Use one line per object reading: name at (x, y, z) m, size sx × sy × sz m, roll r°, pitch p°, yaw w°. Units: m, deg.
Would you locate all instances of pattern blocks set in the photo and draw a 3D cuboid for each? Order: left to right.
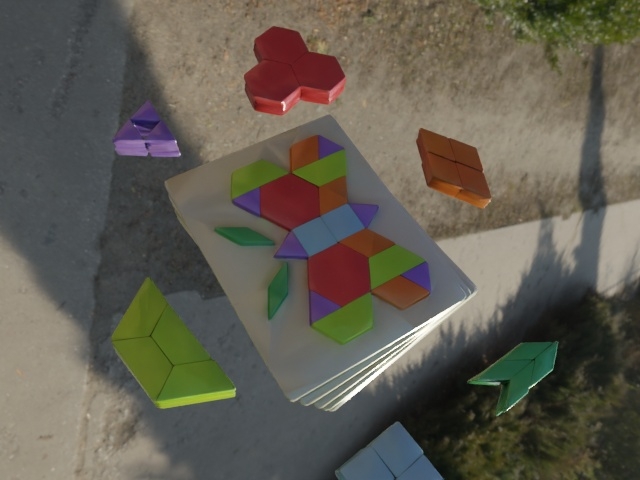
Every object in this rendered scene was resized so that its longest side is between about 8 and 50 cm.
pattern blocks set at (0.000, 0.000, 0.379) m, size 0.285 × 0.325 × 0.026 m, roll -42°, pitch 165°, yaw -25°
